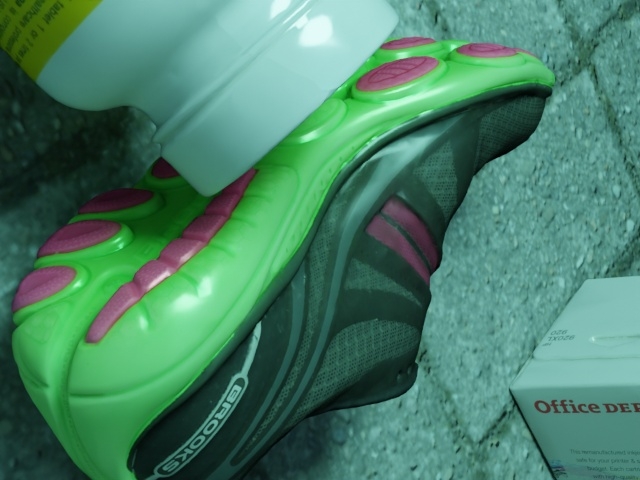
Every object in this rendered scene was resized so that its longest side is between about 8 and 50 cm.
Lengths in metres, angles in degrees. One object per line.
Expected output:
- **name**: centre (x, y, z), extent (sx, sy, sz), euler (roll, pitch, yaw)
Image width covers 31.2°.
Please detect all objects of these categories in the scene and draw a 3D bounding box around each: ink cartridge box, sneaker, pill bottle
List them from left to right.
- **pill bottle**: centre (-0.121, -0.189, 0.578), extent (0.334, 0.188, 0.188), euler (48, 52, -10)
- **sneaker**: centre (0.000, 0.000, 0.767), extent (0.483, 0.185, 0.202), euler (-39, 129, -38)
- **ink cartridge box**: centre (0.318, 0.167, 1.034), extent (0.168, 0.171, 0.232), euler (-46, 116, -40)
